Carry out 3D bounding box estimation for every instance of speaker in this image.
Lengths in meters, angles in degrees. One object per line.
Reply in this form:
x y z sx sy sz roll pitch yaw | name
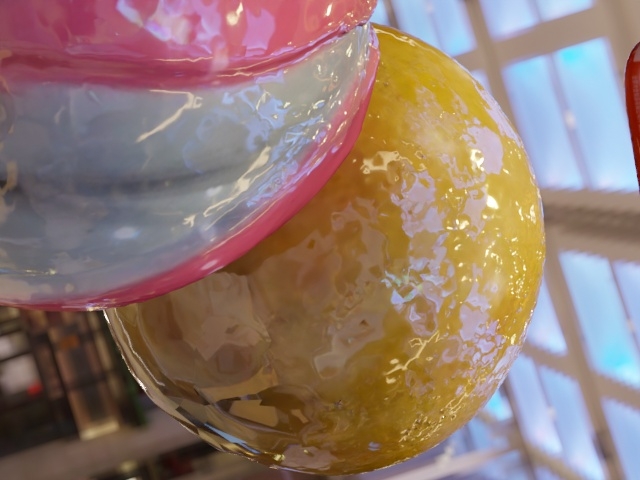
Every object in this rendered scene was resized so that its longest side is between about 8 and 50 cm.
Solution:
-0.116 -0.102 0.886 0.294 0.294 0.294 163 -90 -85 | speaker

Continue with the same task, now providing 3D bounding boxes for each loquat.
0.000 0.000 1.105 0.263 0.263 0.263 163 -90 -85 | loquat

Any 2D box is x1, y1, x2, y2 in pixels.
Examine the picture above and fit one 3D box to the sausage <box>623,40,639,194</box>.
0.149 -0.027 0.789 0.050 0.048 0.145 -47 125 -80 | sausage
